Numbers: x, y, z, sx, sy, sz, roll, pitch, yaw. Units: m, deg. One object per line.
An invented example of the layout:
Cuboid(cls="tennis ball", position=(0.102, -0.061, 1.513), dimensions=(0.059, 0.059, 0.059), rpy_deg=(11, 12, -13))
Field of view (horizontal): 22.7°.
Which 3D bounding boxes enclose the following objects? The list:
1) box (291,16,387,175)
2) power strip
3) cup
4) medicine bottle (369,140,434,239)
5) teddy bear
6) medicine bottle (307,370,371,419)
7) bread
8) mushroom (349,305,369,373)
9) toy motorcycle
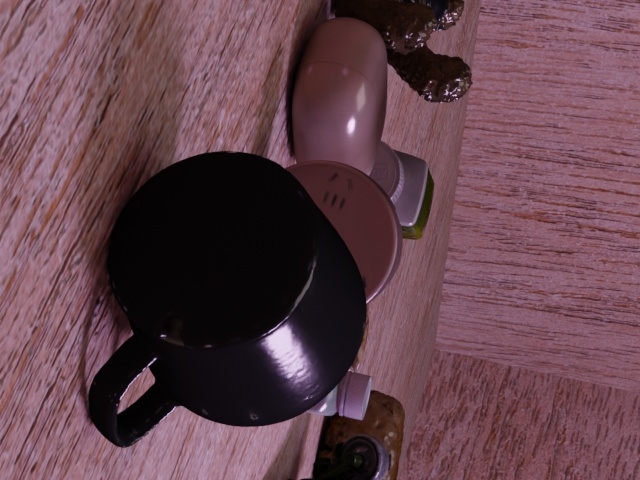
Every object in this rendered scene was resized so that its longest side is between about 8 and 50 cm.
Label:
Cuboid(cls="box", position=(0.021, -0.139, 1.651), dimensions=(0.200, 0.088, 0.146), rpy_deg=(86, 17, -59))
Cuboid(cls="power strip", position=(0.000, 0.000, 1.512), dimensions=(0.078, 0.154, 0.154), rpy_deg=(-12, 114, -84))
Cuboid(cls="cup", position=(-0.076, 0.052, 1.113), dimensions=(0.223, 0.169, 0.176), rpy_deg=(-44, 158, -12))
Cuboid(cls="medicine bottle", position=(0.060, -0.062, 1.864), dimensions=(0.188, 0.132, 0.088), rpy_deg=(43, 60, -79))
Cuboid(cls="teddy bear", position=(0.077, -0.265, 1.739), dimensions=(0.182, 0.129, 0.251), rpy_deg=(49, 31, -44))
Cuboid(cls="medicine bottle", position=(-0.004, 0.166, 1.796), dimensions=(0.074, 0.118, 0.055), rpy_deg=(-5, 106, -82))
Cuboid(cls="bread", position=(0.060, 0.343, 2.454), dimensions=(0.230, 0.123, 0.230), rpy_deg=(6, 90, -82))
Cuboid(cls="mushroom", position=(0.036, 0.086, 2.109), dimensions=(0.094, 0.072, 0.210), rpy_deg=(-64, 167, -53))
Cuboid(cls="toy motorcycle", position=(-0.001, 0.391, 2.123), dimensions=(0.205, 0.127, 0.275), rpy_deg=(20, 70, -50))
